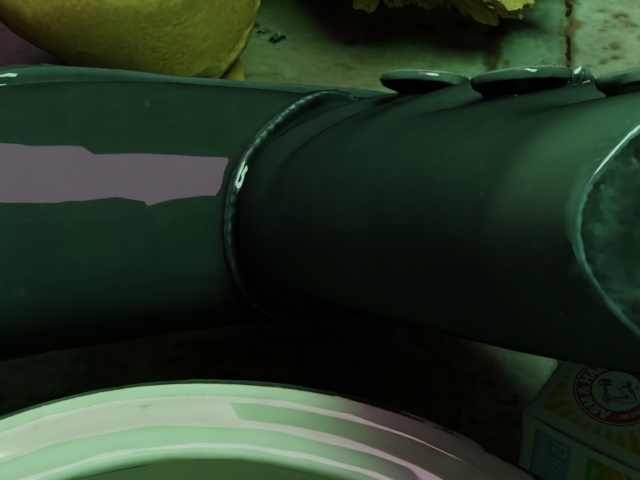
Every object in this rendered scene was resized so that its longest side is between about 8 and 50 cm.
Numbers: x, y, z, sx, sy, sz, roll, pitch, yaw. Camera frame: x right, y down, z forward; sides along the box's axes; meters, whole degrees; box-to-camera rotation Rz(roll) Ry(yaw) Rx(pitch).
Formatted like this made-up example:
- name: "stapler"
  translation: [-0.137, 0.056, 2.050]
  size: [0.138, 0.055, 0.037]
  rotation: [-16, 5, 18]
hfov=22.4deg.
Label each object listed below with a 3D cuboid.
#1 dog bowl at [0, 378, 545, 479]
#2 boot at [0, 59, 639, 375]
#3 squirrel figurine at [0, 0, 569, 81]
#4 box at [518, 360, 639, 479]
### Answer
- name: "dog bowl"
  translation: [-0.044, 0.252, 0.583]
  size: [0.408, 0.150, 0.408]
  rotation: [-1, 46, 1]
- name: "boot"
  translation: [0.002, -0.001, 0.655]
  size: [0.367, 0.146, 0.445]
  rotation: [-12, 13, -26]
- name: "squirrel figurine"
  translation: [-0.028, -0.253, 1.009]
  size: [0.397, 0.281, 0.370]
  rotation: [5, 52, 9]
- name: "box"
  translation: [0.186, 0.074, 0.781]
  size: [0.103, 0.114, 0.203]
  rotation: [26, 52, 24]
